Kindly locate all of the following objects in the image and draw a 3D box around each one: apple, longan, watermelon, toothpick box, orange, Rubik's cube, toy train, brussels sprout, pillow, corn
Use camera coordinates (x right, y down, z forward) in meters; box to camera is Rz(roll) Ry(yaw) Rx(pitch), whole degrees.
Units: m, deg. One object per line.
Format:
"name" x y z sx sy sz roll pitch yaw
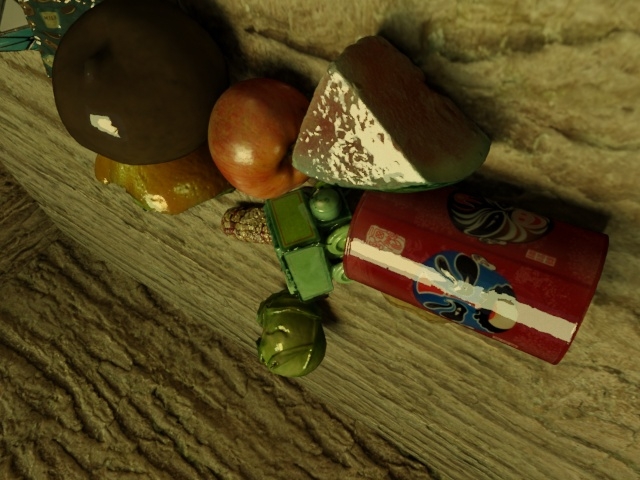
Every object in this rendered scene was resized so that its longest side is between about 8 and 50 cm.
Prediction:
"apple" -0.092 -0.172 0.808 0.164 0.209 0.209 31 153 30
"longan" -0.311 -0.270 0.813 0.297 0.297 0.297 28 151 17
"watermelon" 0.095 -0.171 0.641 0.261 0.213 0.201 16 130 26
"toothpick box" 0.227 0.029 0.722 0.333 0.204 0.204 21 149 23
"orange" -0.340 -0.176 1.034 0.334 0.262 0.196 33 137 26
"Rubik's cube" -0.651 -0.510 1.015 0.233 0.229 0.228 13 -143 -41
"toy train" 0.000 0.000 0.915 0.272 0.188 0.159 74 176 -59
"brussels sprout" -0.093 0.294 1.467 0.227 0.259 0.294 1 155 1
"pillow" -0.506 -0.417 0.989 0.189 0.034 0.255 1 159 -17
"corn" -0.149 -0.036 1.192 0.290 0.098 0.098 9 141 44

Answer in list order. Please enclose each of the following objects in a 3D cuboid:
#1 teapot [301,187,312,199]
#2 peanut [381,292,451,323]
"teapot" -0.014 -0.054 1.022 0.124 0.092 0.091 19 163 42
"peanut" 0.225 0.086 0.922 0.233 0.110 0.197 28 140 16
